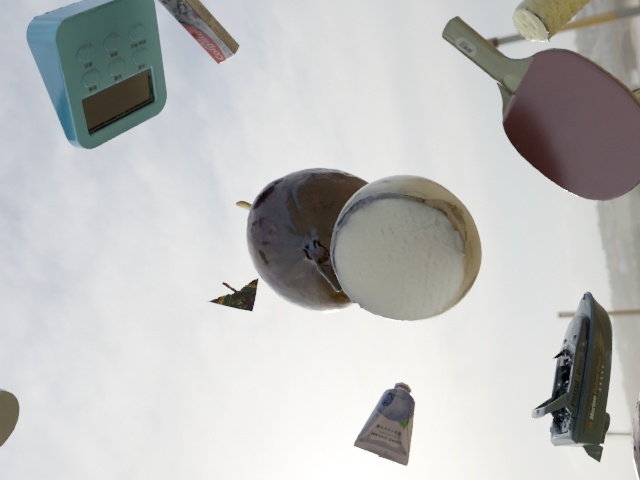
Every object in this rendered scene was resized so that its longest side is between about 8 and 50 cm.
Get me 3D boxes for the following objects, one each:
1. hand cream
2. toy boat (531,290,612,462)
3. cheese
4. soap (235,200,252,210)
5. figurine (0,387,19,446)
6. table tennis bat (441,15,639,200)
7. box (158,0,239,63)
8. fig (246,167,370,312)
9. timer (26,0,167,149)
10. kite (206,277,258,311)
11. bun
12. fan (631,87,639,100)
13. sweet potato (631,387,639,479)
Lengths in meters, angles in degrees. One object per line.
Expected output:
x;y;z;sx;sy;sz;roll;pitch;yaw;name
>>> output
0.110;0.273;1.032;0.142;0.084;0.053;-56;-21;-53;hand cream
0.381;0.191;1.000;0.093;0.103;0.246;98;-173;-71;toy boat
0.507;-0.516;1.460;0.094;0.167;0.123;49;174;-25;cheese
-0.191;-0.090;1.818;0.089;0.034;0.012;24;-123;-45;soap
-0.633;0.269;1.153;0.133;0.236;0.176;-65;-23;-16;figurine
0.216;-0.139;0.663;0.022;0.246;0.138;-35;-19;-29;table tennis bat
-0.254;-0.448;1.351;0.218;0.055;0.040;44;-138;-37;box
0.000;-0.005;1.059;0.214;0.234;0.235;38;-130;-66;fig
-0.386;-0.311;1.241;0.232;0.091;0.250;-43;-44;-40;timer
-0.157;0.107;1.304;0.122;0.090;0.004;-30;-30;-37;kite
0.101;0.005;0.786;0.120;0.172;0.173;-48;-53;-61;bun
0.324;-0.139;0.709;0.080;0.060;0.003;82;164;-68;fan
0.391;0.159;0.695;0.112;0.112;0.359;9;-84;-64;sweet potato
